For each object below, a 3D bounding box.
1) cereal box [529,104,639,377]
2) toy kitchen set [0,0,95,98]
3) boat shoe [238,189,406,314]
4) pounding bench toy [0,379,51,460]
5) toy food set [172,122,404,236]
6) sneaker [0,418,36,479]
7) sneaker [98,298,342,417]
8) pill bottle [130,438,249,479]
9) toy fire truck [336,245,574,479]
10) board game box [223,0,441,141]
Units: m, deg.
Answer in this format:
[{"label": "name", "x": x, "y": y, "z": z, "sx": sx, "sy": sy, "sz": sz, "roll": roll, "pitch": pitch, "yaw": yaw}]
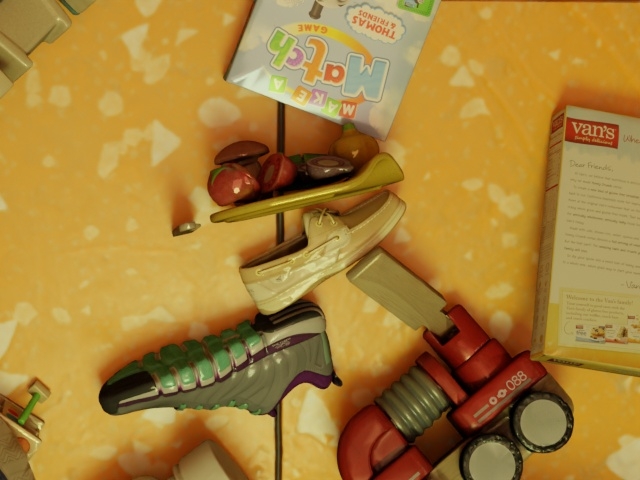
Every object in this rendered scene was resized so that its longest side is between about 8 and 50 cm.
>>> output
[{"label": "cereal box", "x": 0.292, "y": 0.005, "z": 1.432, "sx": 0.173, "sy": 0.047, "sz": 0.240, "roll": 10, "pitch": 77, "yaw": -10}, {"label": "toy kitchen set", "x": -0.304, "y": -0.193, "z": 1.342, "sx": 0.122, "sy": 0.166, "sz": 0.207, "roll": 46, "pitch": 55, "yaw": -14}, {"label": "boat shoe", "x": 0.000, "y": 0.000, "z": 1.420, "sx": 0.170, "sy": 0.063, "sz": 0.059, "roll": -36, "pitch": 107, "yaw": -1}, {"label": "pounding bench toy", "x": -0.282, "y": 0.172, "z": 1.412, "sx": 0.052, "sy": 0.065, "sz": 0.083, "roll": 36, "pitch": 94, "yaw": -13}, {"label": "toy food set", "x": -0.038, "y": -0.062, "z": 1.377, "sx": 0.217, "sy": 0.128, "sz": 0.071, "roll": -13, "pitch": 89, "yaw": -2}, {"label": "sneaker", "x": -0.391, "y": 0.187, "z": 1.351, "sx": 0.182, "sy": 0.127, "sz": 0.315, "roll": -42, "pitch": 73, "yaw": 16}, {"label": "sneaker", "x": -0.090, "y": 0.138, "z": 1.427, "sx": 0.223, "sy": 0.083, "sz": 0.098, "roll": -20, "pitch": 108, "yaw": -5}, {"label": "pill bottle", "x": -0.163, "y": 0.294, "z": 1.420, "sx": 0.229, "sy": 0.131, "sz": 0.131, "roll": -38, "pitch": 104, "yaw": 0}, {"label": "toy fire truck", "x": 0.089, "y": 0.142, "z": 1.434, "sx": 0.217, "sy": 0.158, "sz": 0.246, "roll": -39, "pitch": 84, "yaw": -5}, {"label": "board game box", "x": 0.023, "y": -0.216, "z": 1.394, "sx": 0.160, "sy": 0.039, "sz": 0.212, "roll": 20, "pitch": 98, "yaw": -12}]
